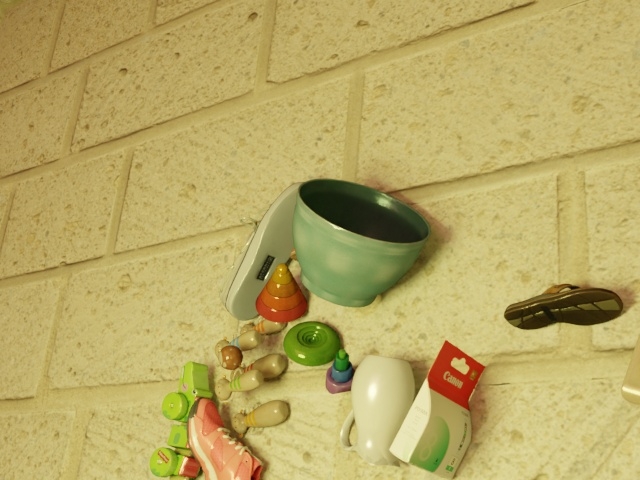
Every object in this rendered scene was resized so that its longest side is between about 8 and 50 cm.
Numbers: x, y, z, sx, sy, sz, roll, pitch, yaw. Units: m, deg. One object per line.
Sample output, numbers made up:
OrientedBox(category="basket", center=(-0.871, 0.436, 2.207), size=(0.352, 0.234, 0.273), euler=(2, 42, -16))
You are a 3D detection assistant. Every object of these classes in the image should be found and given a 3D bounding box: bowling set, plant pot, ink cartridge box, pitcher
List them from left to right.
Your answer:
OrientedBox(category="bowling set", center=(-0.189, 0.278, 1.868), size=(0.154, 0.200, 0.287), euler=(-23, 52, 31))
OrientedBox(category="plant pot", center=(0.064, 0.018, 1.766), size=(0.293, 0.293, 0.196), euler=(42, 122, 43))
OrientedBox(category="pitcher", center=(0.104, 0.336, 1.667), size=(0.178, 0.125, 0.207), euler=(-1, 78, 54))
OrientedBox(category="ink cartridge box", center=(0.235, 0.316, 1.521), size=(0.056, 0.181, 0.224), euler=(25, 83, 42))

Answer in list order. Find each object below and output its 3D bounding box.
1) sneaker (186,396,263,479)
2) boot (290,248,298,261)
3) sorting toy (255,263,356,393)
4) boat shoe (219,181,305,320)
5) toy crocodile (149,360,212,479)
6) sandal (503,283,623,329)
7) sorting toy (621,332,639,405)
OrientedBox(category="sneaker", center=(-0.193, 0.485, 1.825), size=(0.136, 0.116, 0.314), euler=(-25, 67, 12))
OrientedBox(category="boot", center=(0.000, 0.000, 1.954), size=(0.158, 0.059, 0.084), euler=(-19, 54, 20))
OrientedBox(category="sorting toy", center=(-0.028, 0.173, 1.806), size=(0.127, 0.126, 0.365), euler=(-17, 43, -24))
OrientedBox(category="boat shoe", center=(-0.140, 0.008, 2.020), size=(0.156, 0.136, 0.367), euler=(33, 98, 51))
OrientedBox(category="toy crocodile", center=(-0.307, 0.452, 1.923), size=(0.105, 0.115, 0.340), euler=(-4, 68, 32))
OrientedBox(category="sandal", center=(0.448, 0.118, 1.538), size=(0.219, 0.090, 0.060), euler=(-17, 36, 39))
OrientedBox(category="sorting toy", center=(0.621, 0.191, 1.380), size=(0.193, 0.038, 0.208), euler=(12, 76, 41))
